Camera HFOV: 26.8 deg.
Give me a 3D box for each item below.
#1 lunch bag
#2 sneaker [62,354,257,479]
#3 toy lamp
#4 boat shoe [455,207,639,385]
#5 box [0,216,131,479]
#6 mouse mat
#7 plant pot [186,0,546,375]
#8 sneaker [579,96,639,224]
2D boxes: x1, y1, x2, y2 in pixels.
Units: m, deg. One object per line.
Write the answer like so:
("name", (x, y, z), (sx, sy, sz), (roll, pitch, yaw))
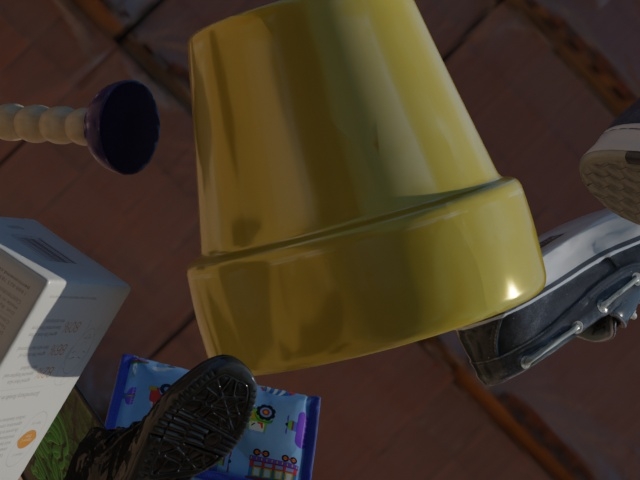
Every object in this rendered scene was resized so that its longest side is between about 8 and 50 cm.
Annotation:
("lunch bag", (-0.130, 0.281, 1.366), (0.221, 0.138, 0.293), (13, 39, -5))
("sneaker", (-0.103, 0.120, 0.736), (0.051, 0.170, 0.089), (28, 9, -31))
("toy lamp", (-0.256, -0.091, 1.047), (0.275, 0.080, 0.080), (6, -23, 32))
("boat shoe", (0.237, 0.039, 1.187), (0.108, 0.301, 0.102), (-16, -83, 53))
("box", (-0.222, 0.076, 0.863), (0.091, 0.170, 0.130), (33, 4, 14))
("mouse mat", (-0.199, 0.181, 1.064), (0.007, 0.152, 0.190), (-7, 33, -32))
("plant pot", (0.011, -0.051, 0.965), (0.254, 0.254, 0.239), (-84, 158, -86))
("sneaker", (0.252, -0.071, 0.643), (0.226, 0.163, 0.086), (19, -27, 51))
